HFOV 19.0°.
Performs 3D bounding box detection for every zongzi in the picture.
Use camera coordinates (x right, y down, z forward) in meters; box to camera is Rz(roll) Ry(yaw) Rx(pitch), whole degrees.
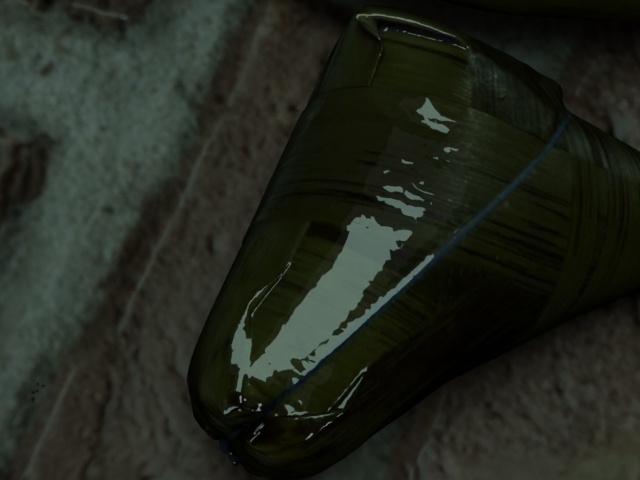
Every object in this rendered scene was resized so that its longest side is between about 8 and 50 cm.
[{"bbox_3d":[0.102,0.039,1.083,0.300,0.138,0.286,26,70,-7],"label":"zongzi"}]

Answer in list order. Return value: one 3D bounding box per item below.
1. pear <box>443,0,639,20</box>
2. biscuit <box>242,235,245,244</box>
[{"bbox_3d":[0.130,-0.262,1.128,0.375,0.287,0.287,29,71,-6],"label":"pear"},{"bbox_3d":[0.000,0.000,1.151,0.082,0.016,0.092,28,69,4],"label":"biscuit"}]
